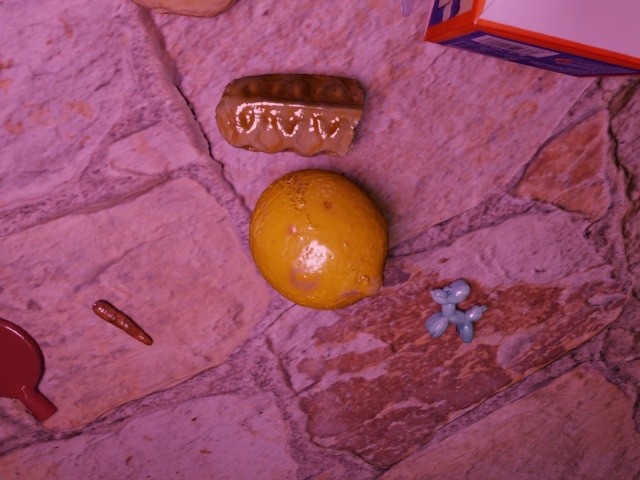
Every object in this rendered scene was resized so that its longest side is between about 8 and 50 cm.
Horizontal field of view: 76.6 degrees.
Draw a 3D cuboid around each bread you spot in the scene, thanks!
[{"bbox_3d":[-0.060,-0.236,0.762,0.268,0.130,0.151,2,75,-6],"label":"bread"}]

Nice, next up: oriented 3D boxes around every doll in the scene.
[{"bbox_3d":[0.325,0.170,0.992,0.160,0.059,0.158,18,111,-11],"label":"doll"}]

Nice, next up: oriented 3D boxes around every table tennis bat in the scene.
[{"bbox_3d":[-0.745,0.310,0.959,0.201,0.038,0.310,-24,111,5],"label":"table tennis bat"}]

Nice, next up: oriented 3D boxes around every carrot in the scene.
[{"bbox_3d":[-0.456,0.194,0.943,0.036,0.035,0.165,-42,112,11],"label":"carrot"}]

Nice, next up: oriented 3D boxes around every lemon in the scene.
[{"bbox_3d":[0.000,0.000,0.773,0.258,0.310,0.257,-28,142,-24],"label":"lemon"}]

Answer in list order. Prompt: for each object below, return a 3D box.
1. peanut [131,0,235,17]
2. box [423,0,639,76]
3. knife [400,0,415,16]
[{"bbox_3d":[-0.174,-0.457,0.664,0.319,0.147,0.147,-20,112,-3],"label":"peanut"},{"bbox_3d":[0.397,-0.456,0.646,0.349,0.257,0.318,8,109,-7],"label":"box"},{"bbox_3d":[0.150,-0.535,0.717,0.058,0.032,0.244,-20,117,-6],"label":"knife"}]
